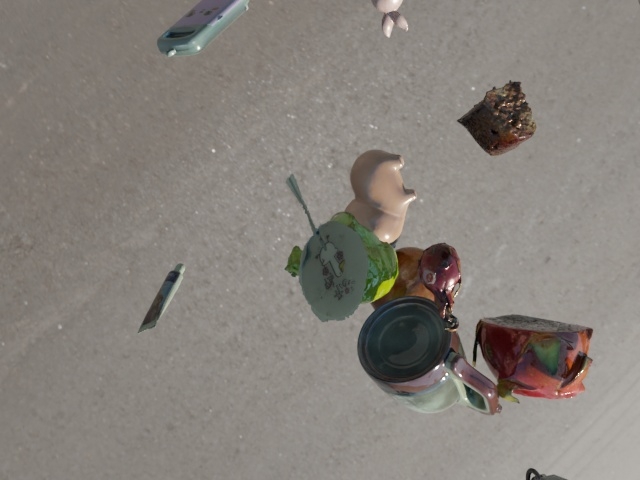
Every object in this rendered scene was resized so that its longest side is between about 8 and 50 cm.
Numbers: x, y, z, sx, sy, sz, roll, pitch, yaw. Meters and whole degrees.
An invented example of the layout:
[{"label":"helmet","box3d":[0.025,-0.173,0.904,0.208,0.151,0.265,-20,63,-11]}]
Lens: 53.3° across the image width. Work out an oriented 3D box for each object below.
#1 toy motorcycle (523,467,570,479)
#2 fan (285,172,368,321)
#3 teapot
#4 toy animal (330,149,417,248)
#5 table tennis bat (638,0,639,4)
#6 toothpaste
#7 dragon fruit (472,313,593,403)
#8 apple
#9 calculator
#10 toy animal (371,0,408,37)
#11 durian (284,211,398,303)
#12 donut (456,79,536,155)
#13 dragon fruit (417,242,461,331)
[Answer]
[{"label":"toy motorcycle","box3d":[0.413,0.478,1.090,0.102,0.221,0.150,-9,85,-13]},{"label":"fan","box3d":[0.001,0.000,1.537,0.012,0.415,0.233,7,142,-44]},{"label":"teapot","box3d":[0.285,0.318,1.548,0.233,0.315,0.312,-57,138,-18]},{"label":"toy animal","box3d":[0.174,-0.123,2.050,0.269,0.326,0.237,-17,179,17]},{"label":"table tennis bat","box3d":[0.705,-0.447,1.307,0.155,0.100,0.019,41,106,-16]},{"label":"toothpaste","box3d":[-0.355,0.128,1.457,0.062,0.216,0.037,-27,118,32]},{"label":"dragon fruit","box3d":[0.532,0.293,1.597,0.290,0.290,0.189,0,95,-33]},{"label":"apple","box3d":[0.303,0.163,2.087,0.301,0.301,0.301,-17,128,-23]},{"label":"calculator","box3d":[-0.261,-0.483,1.423,0.246,0.141,0.045,-53,135,-27]},{"label":"toy animal","box3d":[0.189,-0.698,1.822,0.124,0.124,0.212,-30,132,-12]},{"label":"durian","box3d":[0.086,0.057,1.736,0.339,0.204,0.256,38,54,-27]},{"label":"donut","box3d":[0.340,-0.228,1.246,0.144,0.126,0.186,-34,176,-22]},{"label":"dragon fruit","box3d":[0.253,0.091,1.320,0.094,0.190,0.094,-5,161,-2]}]
